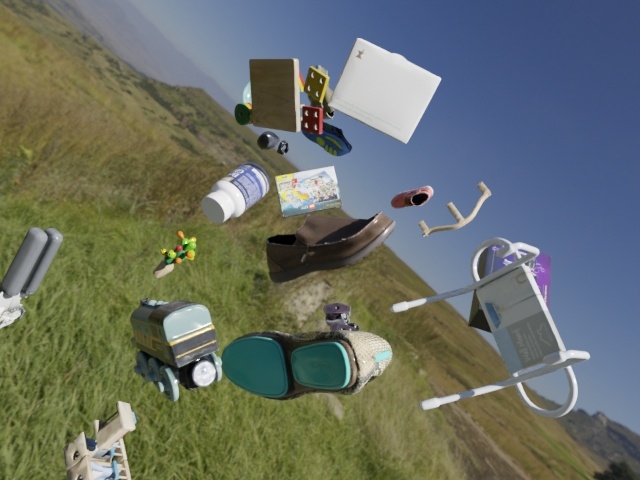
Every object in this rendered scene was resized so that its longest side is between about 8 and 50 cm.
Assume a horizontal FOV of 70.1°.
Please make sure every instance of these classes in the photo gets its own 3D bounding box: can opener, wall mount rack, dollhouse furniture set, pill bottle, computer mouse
[{"bbox_3d":[-0.668,0.083,1.003,0.093,0.280,0.074,42,14,15],"label":"can opener"},{"bbox_3d":[0.305,0.168,0.866,0.130,0.304,0.350,12,53,-37],"label":"wall mount rack"},{"bbox_3d":[-0.499,0.514,1.111,0.129,0.183,0.129,52,4,40],"label":"dollhouse furniture set"},{"bbox_3d":[-0.201,-0.111,1.081,0.094,0.094,0.169,43,44,-2],"label":"pill bottle"},{"bbox_3d":[-0.154,-0.328,1.591,0.041,0.071,0.242,47,12,10],"label":"computer mouse"}]

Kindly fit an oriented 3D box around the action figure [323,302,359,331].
[{"bbox_3d":[0.065,0.306,1.348,0.285,0.099,0.186,83,8,-50],"label":"action figure"}]

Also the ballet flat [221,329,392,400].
[{"bbox_3d":[-0.034,0.283,1.065,0.181,0.482,0.164,1,78,-44],"label":"ballet flat"}]

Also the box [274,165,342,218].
[{"bbox_3d":[-0.046,-0.183,1.740,0.044,0.232,0.159,131,-52,-79],"label":"box"}]

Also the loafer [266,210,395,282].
[{"bbox_3d":[0.000,0.000,1.081,0.130,0.365,0.134,65,30,-9],"label":"loafer"}]

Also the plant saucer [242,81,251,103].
[{"bbox_3d":[-0.172,-0.429,1.365,0.119,0.119,0.021,44,-2,8],"label":"plant saucer"}]

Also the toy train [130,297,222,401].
[{"bbox_3d":[-0.331,0.224,1.013,0.333,0.142,0.191,-3,-79,53],"label":"toy train"}]

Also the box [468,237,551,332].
[{"bbox_3d":[0.536,0.140,1.285,0.184,0.261,0.103,15,-38,12],"label":"box"}]

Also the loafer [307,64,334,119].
[{"bbox_3d":[0.013,-0.456,1.425,0.087,0.095,0.251,13,-10,3],"label":"loafer"}]

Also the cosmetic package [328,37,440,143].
[{"bbox_3d":[0.148,-0.354,1.096,0.196,0.155,0.365,27,19,0],"label":"cosmetic package"}]

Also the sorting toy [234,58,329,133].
[{"bbox_3d":[-0.073,-0.288,0.900,0.274,0.133,0.046,19,29,40],"label":"sorting toy"}]

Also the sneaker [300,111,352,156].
[{"bbox_3d":[0.014,-0.296,1.275,0.188,0.067,0.078,45,29,22],"label":"sneaker"}]

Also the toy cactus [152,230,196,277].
[{"bbox_3d":[-0.527,0.058,1.628,0.112,0.180,0.219,49,1,-10],"label":"toy cactus"}]

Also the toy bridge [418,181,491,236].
[{"bbox_3d":[0.326,-0.063,1.099,0.026,0.188,0.063,38,21,-57],"label":"toy bridge"}]

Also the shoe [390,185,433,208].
[{"bbox_3d":[0.349,-0.161,1.782,0.064,0.177,0.081,66,29,-12],"label":"shoe"}]
